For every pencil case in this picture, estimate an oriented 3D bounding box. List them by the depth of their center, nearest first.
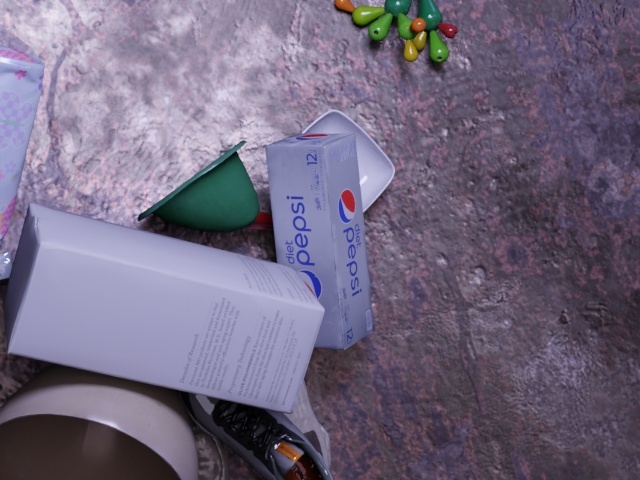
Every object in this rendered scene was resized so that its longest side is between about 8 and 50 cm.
[{"bbox_3d":[-0.441,-0.122,1.846,0.124,0.113,0.273,8,105,-40],"label":"pencil case"}]

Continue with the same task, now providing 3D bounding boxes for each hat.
[{"bbox_3d":[-0.112,-0.018,1.941,0.208,0.173,0.183,-37,95,-13],"label":"hat"}]

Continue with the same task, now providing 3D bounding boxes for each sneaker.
[{"bbox_3d":[-0.077,0.256,1.915,0.271,0.108,0.100,44,75,-6],"label":"sneaker"}]

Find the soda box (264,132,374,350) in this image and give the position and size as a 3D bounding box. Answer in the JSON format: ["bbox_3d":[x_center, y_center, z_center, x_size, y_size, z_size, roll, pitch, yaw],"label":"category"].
[{"bbox_3d":[0.000,0.000,1.951,0.091,0.098,0.286,-27,115,-55],"label":"soda box"}]

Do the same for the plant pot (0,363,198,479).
[{"bbox_3d":[-0.280,0.250,1.845,0.284,0.284,0.191,26,41,-11],"label":"plant pot"}]

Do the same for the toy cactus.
[{"bbox_3d":[0.124,-0.364,2.082,0.219,0.112,0.180,39,67,1],"label":"toy cactus"}]

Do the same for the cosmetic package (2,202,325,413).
[{"bbox_3d":[-0.202,0.082,1.805,0.366,0.197,0.155,13,103,-16],"label":"cosmetic package"}]

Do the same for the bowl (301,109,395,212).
[{"bbox_3d":[0.015,-0.097,2.043,0.142,0.053,0.142,46,76,-7],"label":"bowl"}]

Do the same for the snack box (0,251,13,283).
[{"bbox_3d":[-0.475,0.050,1.877,0.141,0.100,0.037,-12,88,-16],"label":"snack box"}]

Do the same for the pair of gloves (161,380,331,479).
[{"bbox_3d":[-0.102,0.298,1.979,0.240,0.042,0.204,-20,89,-18],"label":"pair of gloves"}]
